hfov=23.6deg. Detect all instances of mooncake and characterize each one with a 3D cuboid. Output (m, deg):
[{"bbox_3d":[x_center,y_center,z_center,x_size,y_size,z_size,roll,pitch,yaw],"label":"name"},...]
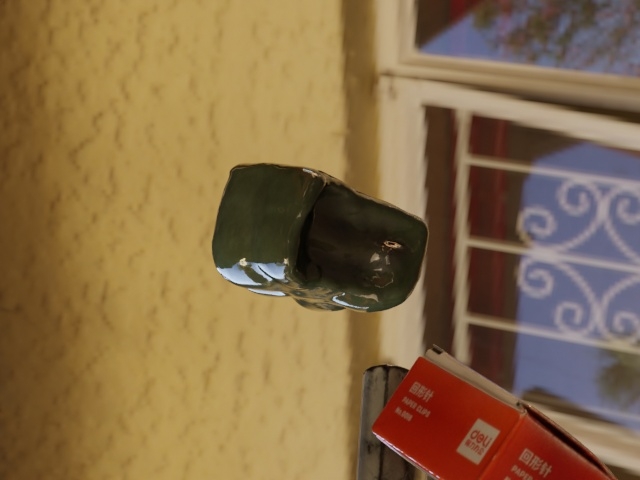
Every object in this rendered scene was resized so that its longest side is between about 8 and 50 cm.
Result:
[{"bbox_3d":[0.000,0.000,1.245,0.168,0.175,0.104,130,151,-73],"label":"mooncake"}]

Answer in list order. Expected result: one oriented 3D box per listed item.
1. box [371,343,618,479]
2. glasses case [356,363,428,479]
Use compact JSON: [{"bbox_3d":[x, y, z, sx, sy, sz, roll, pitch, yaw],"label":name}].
[{"bbox_3d":[0.148,0.180,1.314,0.133,0.182,0.099,38,-96,-26],"label":"box"},{"bbox_3d":[0.063,0.271,1.401,0.114,0.060,0.299,49,-139,-60],"label":"glasses case"}]
